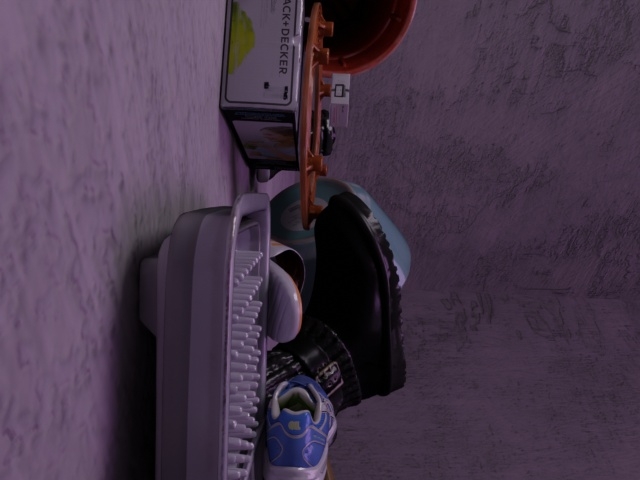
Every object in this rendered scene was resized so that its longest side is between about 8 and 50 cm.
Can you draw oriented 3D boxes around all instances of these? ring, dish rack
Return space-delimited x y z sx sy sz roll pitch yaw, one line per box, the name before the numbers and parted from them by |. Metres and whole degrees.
ring | -0.002 -0.182 0.835 0.336 0.032 0.336 4 90 -88
dish rack | -0.087 0.126 0.450 0.285 0.072 0.332 -90 -178 -85

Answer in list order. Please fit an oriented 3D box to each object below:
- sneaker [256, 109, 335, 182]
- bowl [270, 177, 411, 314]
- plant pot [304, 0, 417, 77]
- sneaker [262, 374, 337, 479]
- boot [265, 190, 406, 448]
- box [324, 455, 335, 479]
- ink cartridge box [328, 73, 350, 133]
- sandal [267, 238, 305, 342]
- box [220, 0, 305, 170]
sneaker | -0.044 -0.191 1.028 0.295 0.147 0.104 -86 -178 -60
bowl | 0.000 0.000 1.007 0.311 0.312 0.163 -88 163 -47
plant pot | 0.015 -0.473 1.020 0.265 0.272 0.272 -104 -165 -59
sneaker | -0.017 0.189 0.601 0.211 0.080 0.081 -101 -166 -83
boot | -0.017 0.124 0.783 0.131 0.260 0.348 13 -62 62
box | -0.057 0.292 0.597 0.021 0.164 0.201 54 -4 -5
ink cartridge box | 0.028 -0.203 0.813 0.048 0.028 0.083 90 4 -57
sandal | -0.051 0.059 0.679 0.265 0.076 0.102 -147 -120 -64
box | -0.067 -0.210 0.748 0.290 0.087 0.169 108 -15 -85
